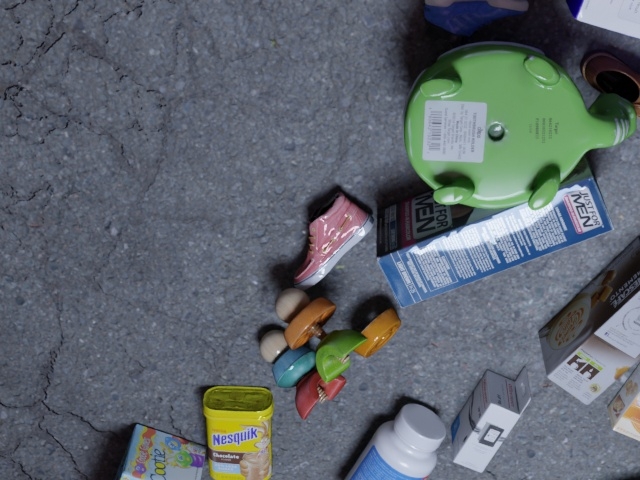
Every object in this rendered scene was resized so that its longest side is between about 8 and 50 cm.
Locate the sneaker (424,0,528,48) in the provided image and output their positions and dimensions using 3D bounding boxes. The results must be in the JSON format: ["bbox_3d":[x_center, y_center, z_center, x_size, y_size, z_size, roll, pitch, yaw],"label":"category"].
[{"bbox_3d":[0.229,-0.323,1.706,0.152,0.058,0.084,3,113,6],"label":"sneaker"}]

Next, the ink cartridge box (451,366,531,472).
[{"bbox_3d":[0.297,0.304,2.026,0.060,0.104,0.180,23,117,-8],"label":"ink cartridge box"}]

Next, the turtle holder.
[{"bbox_3d":[0.278,-0.189,1.677,0.320,0.227,0.243,-26,104,11],"label":"turtle holder"}]

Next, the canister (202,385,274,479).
[{"bbox_3d":[-0.147,0.354,2.094,0.126,0.073,0.169,1,121,2],"label":"canister"}]

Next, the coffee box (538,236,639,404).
[{"bbox_3d":[0.483,0.133,1.900,0.098,0.141,0.246,35,116,-15],"label":"coffee box"}]

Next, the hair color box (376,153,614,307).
[{"bbox_3d":[0.264,-0.033,1.801,0.347,0.174,0.105,-21,115,13],"label":"hair color box"}]

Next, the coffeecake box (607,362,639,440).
[{"bbox_3d":[0.614,0.271,2.011,0.142,0.068,0.185,23,117,-9],"label":"coffeecake box"}]

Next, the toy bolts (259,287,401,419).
[{"bbox_3d":[-0.002,0.165,1.962,0.158,0.218,0.228,45,131,15],"label":"toy bolts"}]

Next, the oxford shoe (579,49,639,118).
[{"bbox_3d":[0.493,-0.214,1.746,0.212,0.076,0.076,21,116,-11],"label":"oxford shoe"}]

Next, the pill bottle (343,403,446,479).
[{"bbox_3d":[0.134,0.404,2.077,0.124,0.124,0.221,24,118,-10],"label":"pill bottle"}]

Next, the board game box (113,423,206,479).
[{"bbox_3d":[-0.329,0.505,2.145,0.142,0.144,0.275,20,119,-9],"label":"board game box"}]

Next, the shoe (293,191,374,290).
[{"bbox_3d":[0.000,0.000,1.898,0.081,0.063,0.178,41,108,-16],"label":"shoe"}]

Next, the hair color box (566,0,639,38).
[{"bbox_3d":[0.546,-0.367,1.641,0.339,0.110,0.185,16,117,-4],"label":"hair color box"}]
